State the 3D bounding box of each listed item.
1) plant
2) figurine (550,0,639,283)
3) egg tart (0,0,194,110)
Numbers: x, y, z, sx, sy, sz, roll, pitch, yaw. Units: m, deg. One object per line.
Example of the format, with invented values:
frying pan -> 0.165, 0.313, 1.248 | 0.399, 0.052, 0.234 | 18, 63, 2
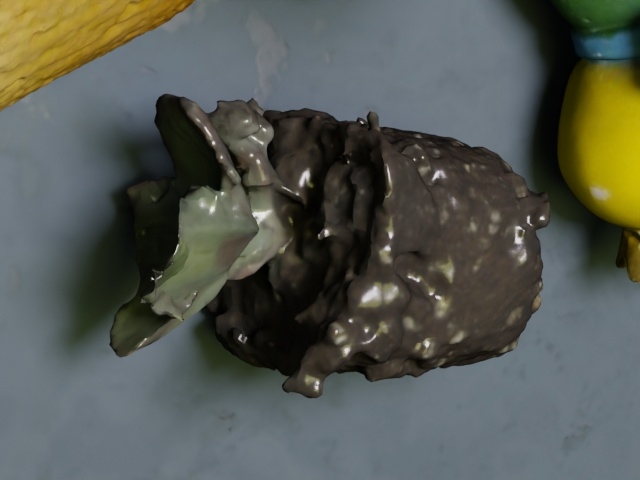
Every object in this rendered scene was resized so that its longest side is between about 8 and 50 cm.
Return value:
plant -> 0.000, 0.000, 0.931 | 0.203, 0.131, 0.142 | -2, 105, -26
figurine -> 0.194, -0.107, 1.028 | 0.185, 0.127, 0.234 | -30, 103, -28
egg tart -> -0.131, -0.151, 0.798 | 0.147, 0.203, 0.202 | -22, 111, -33
